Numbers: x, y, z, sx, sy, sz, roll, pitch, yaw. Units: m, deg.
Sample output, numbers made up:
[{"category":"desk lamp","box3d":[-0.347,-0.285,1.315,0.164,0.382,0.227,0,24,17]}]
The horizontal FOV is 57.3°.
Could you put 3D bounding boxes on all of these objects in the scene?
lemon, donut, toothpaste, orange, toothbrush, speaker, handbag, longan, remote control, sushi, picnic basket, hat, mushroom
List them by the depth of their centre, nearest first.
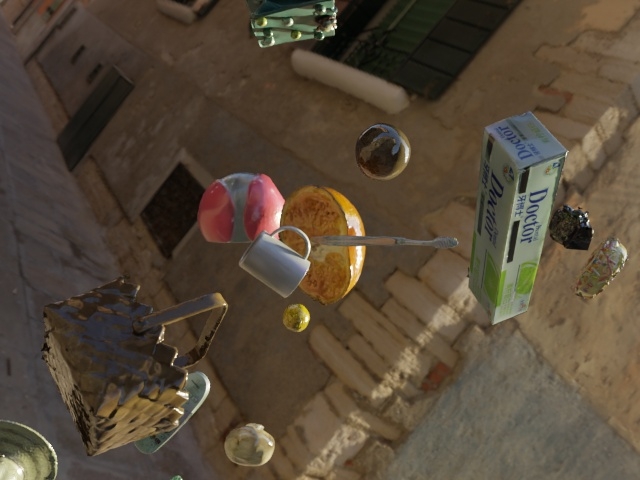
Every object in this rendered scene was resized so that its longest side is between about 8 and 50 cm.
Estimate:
[{"category":"toothpaste","box3d":[0.247,-0.012,0.772,0.336,0.067,0.081,76,-9,-52]},{"category":"picnic basket","box3d":[-0.345,0.223,1.135,0.321,0.254,0.291,-18,59,-39]},{"category":"sushi","box3d":[0.545,-0.032,1.274,0.056,0.084,0.083,5,18,-17]},{"category":"hat","box3d":[-0.722,0.528,1.281,0.252,0.252,0.110,39,11,-19]},{"category":"lemon","box3d":[-0.059,0.184,1.403,0.065,0.065,0.092,39,12,-20]},{"category":"donut","box3d":[0.686,0.071,1.435,0.068,0.174,0.174,35,0,17]},{"category":"toothbrush","box3d":[0.156,0.001,1.484,0.376,0.028,0.037,1,17,14]},{"category":"remote control","box3d":[-0.394,0.456,1.560,0.097,0.256,0.045,43,-7,20]},{"category":"orange","box3d":[0.004,-0.002,1.657,0.310,0.274,0.274,56,-6,-29]},{"category":"longan","box3d":[0.180,-0.259,1.717,0.167,0.167,0.187,40,9,-1]},{"category":"handbag","box3d":[-0.085,-0.689,1.825,0.275,0.100,0.269,-5,-5,0]},{"category":"speaker","box3d":[-0.256,-0.086,1.888,0.294,0.294,0.294,40,2,-1]},{"category":"mushroom","box3d":[-0.235,0.672,1.932,0.166,0.166,0.127,39,32,-28]}]

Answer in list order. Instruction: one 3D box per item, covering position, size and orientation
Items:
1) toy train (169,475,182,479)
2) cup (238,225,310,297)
[{"category":"toy train","box3d":[-0.403,0.736,1.616,0.074,0.118,0.175,35,15,-35]},{"category":"cup","box3d":[-0.093,0.038,1.306,0.133,0.136,0.099,35,-19,-9]}]
